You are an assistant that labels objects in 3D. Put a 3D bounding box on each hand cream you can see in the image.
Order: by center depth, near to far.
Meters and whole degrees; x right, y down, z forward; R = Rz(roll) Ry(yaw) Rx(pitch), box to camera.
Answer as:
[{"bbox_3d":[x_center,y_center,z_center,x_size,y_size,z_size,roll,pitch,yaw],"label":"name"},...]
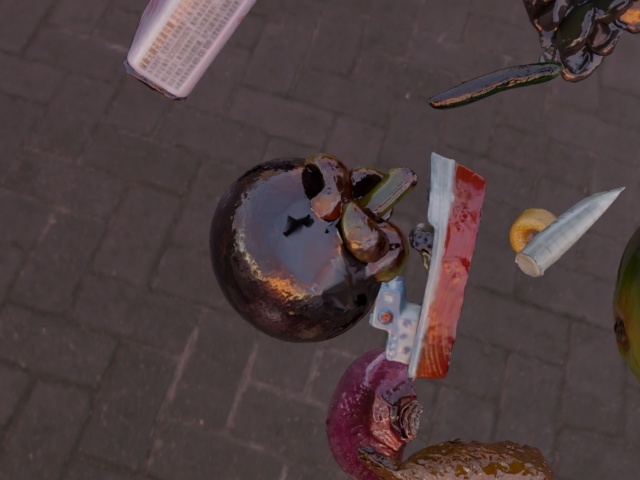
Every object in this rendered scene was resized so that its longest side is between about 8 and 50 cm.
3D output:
[{"bbox_3d":[0.385,-0.021,1.519,0.205,0.078,0.050,-38,97,-22],"label":"hand cream"}]

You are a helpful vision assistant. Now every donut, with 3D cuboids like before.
[{"bbox_3d":[0.408,-0.012,1.875,0.043,0.108,0.097,-24,96,-46],"label":"donut"}]

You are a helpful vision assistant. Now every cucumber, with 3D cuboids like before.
[{"bbox_3d":[0.233,-0.210,1.315,0.184,0.033,0.036,-15,61,9],"label":"cucumber"}]

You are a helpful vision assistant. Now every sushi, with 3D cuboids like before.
[{"bbox_3d":[0.190,0.340,1.309,0.287,0.149,0.140,0,10,-13],"label":"sushi"}]

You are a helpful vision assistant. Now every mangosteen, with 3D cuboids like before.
[{"bbox_3d":[0.000,0.000,0.997,0.230,0.194,0.194,-23,50,23],"label":"mangosteen"}]

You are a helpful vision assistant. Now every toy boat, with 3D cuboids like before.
[{"bbox_3d":[0.157,0.035,1.473,0.133,0.332,0.145,12,11,6],"label":"toy boat"}]

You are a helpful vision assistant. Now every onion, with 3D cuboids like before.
[{"bbox_3d":[0.092,0.307,1.761,0.159,0.349,0.267,11,75,4],"label":"onion"}]

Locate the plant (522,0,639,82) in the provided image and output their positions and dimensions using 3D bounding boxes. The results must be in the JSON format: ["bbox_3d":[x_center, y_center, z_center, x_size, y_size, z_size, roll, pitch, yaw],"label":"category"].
[{"bbox_3d":[0.368,-0.385,1.401,0.199,0.188,0.276,-23,58,13],"label":"plant"}]

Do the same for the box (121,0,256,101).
[{"bbox_3d":[-0.120,-0.367,1.297,0.112,0.370,0.190,30,31,-18],"label":"box"}]

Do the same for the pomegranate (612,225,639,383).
[{"bbox_3d":[0.505,0.044,1.104,0.358,0.216,0.310,-18,31,12],"label":"pomegranate"}]
